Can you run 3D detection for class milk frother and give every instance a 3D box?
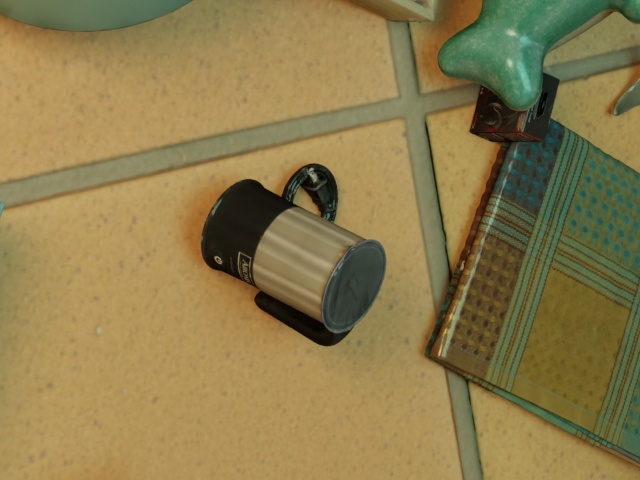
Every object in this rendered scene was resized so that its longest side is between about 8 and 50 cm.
[{"bbox_3d":[0.000,0.000,1.388,0.143,0.134,0.129,-53,149,-17],"label":"milk frother"}]

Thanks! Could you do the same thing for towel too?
[{"bbox_3d":[0.283,0.061,1.641,0.370,0.040,0.271,27,77,-30],"label":"towel"}]

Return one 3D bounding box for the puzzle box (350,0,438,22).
[{"bbox_3d":[0.040,-0.417,1.399,0.272,0.052,0.409,15,84,-50],"label":"puzzle box"}]

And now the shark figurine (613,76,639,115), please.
[{"bbox_3d":[0.421,-0.078,1.667,0.166,0.116,0.278,-19,80,-54],"label":"shark figurine"}]

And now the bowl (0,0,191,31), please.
[{"bbox_3d":[-0.173,-0.315,1.172,0.311,0.163,0.312,0,87,-7],"label":"bowl"}]

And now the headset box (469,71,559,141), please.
[{"bbox_3d":[0.183,-0.125,1.535,0.032,0.083,0.062,19,83,-33],"label":"headset box"}]

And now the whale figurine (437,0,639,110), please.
[{"bbox_3d":[0.206,-0.255,1.470,0.272,0.216,0.141,-56,156,-6],"label":"whale figurine"}]

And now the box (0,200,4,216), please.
[{"bbox_3d":[-0.306,0.080,1.208,0.060,0.100,0.244,17,83,-34],"label":"box"}]
